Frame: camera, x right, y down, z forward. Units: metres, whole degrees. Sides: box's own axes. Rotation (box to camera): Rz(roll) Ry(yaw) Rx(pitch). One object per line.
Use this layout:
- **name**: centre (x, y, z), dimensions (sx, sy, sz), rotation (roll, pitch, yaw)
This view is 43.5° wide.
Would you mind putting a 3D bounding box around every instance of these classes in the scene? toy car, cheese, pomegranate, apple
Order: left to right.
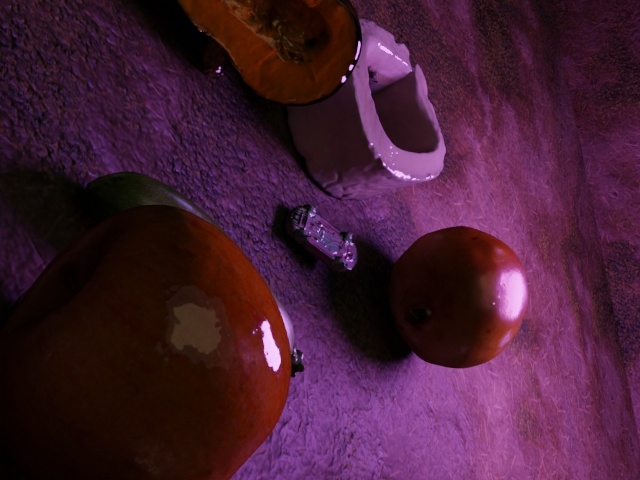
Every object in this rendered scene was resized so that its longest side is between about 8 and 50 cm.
- **apple**: centre (-0.166, 0.128, 0.790), dimensions (0.275, 0.299, 0.299), rotation (47, 40, -18)
- **toy car**: centre (0.000, 0.000, 1.313), dimensions (0.142, 0.055, 0.069), rotation (37, 45, -24)
- **cheese**: centre (0.091, -0.229, 1.457), dimensions (0.332, 0.153, 0.293), rotation (9, 69, -56)
- **pomegranate**: centre (0.243, 0.107, 1.464), dimensions (0.264, 0.264, 0.264), rotation (29, 53, -47)

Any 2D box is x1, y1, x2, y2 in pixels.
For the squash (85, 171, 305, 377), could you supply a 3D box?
- **squash**: centre (-0.143, 0.046, 1.034), dimensions (0.395, 0.107, 0.107), rotation (50, 40, -30)

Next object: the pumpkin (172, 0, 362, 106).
- **pumpkin**: centre (-0.100, -0.359, 1.221), dimensions (0.325, 0.242, 0.232), rotation (46, 13, -29)
